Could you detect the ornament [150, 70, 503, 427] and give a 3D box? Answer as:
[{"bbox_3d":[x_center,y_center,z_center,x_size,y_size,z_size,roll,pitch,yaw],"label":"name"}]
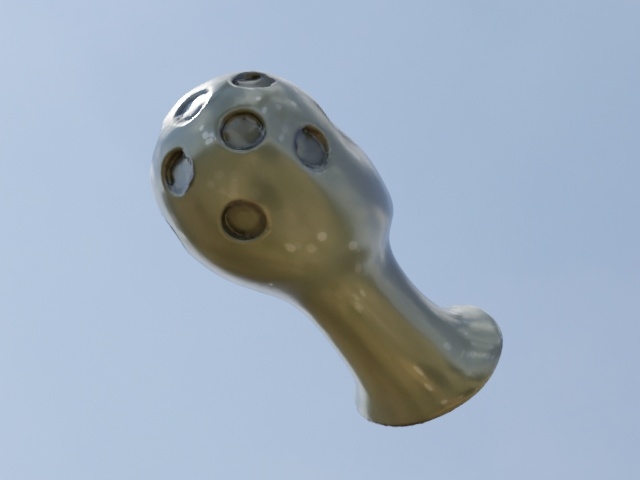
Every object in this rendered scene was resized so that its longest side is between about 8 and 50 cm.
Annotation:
[{"bbox_3d":[0.000,0.000,0.681,0.075,0.081,0.156,-7,-44,45],"label":"ornament"}]
